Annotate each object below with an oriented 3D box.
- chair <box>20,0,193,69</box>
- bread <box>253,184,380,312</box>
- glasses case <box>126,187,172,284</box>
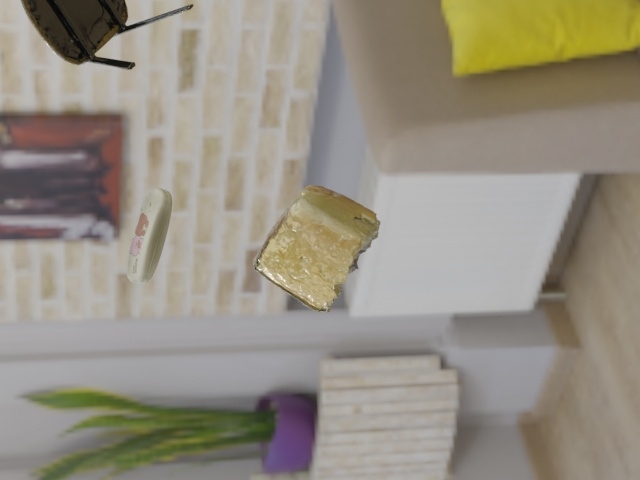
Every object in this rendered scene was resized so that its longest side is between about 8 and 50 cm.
[{"bbox_3d":[-0.313,-0.327,1.703,0.247,0.172,0.158,1,131,45],"label":"chair"},{"bbox_3d":[-0.001,0.001,1.402,0.125,0.106,0.082,-57,-5,30],"label":"bread"},{"bbox_3d":[-0.145,-0.004,1.088,0.032,0.021,0.083,17,92,53],"label":"glasses case"}]
